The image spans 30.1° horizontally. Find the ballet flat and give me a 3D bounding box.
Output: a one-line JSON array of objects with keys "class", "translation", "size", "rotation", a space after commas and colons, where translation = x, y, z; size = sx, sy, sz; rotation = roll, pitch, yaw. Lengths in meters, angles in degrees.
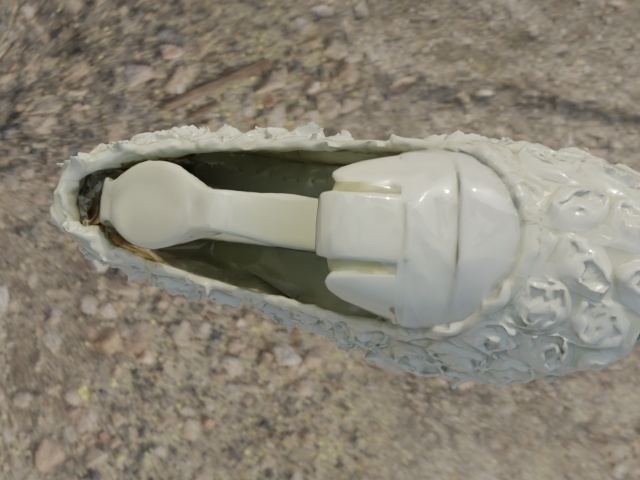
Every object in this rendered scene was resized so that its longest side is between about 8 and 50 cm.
[{"class": "ballet flat", "translation": [0.000, 0.000, 0.691], "size": [0.147, 0.409, 0.147], "rotation": [-11, 104, -54]}]
